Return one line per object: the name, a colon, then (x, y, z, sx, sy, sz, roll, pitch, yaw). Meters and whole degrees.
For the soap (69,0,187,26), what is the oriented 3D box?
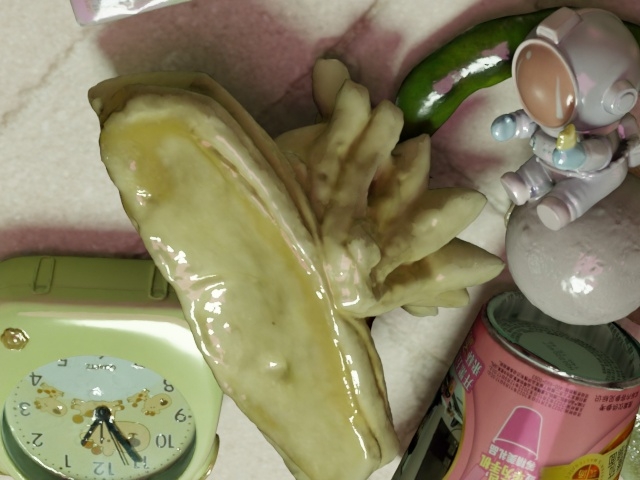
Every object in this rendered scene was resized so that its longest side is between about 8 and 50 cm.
soap: (-0.127, -0.290, 1.548, 0.182, 0.138, 0.199, -12, 122, 7)

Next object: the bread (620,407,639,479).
bread: (0.350, 0.173, 1.912, 0.112, 0.036, 0.193, 37, 116, -20)

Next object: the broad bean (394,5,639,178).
broad bean: (0.182, -0.137, 1.705, 0.292, 0.049, 0.144, -19, 128, 15)

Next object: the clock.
clock: (-0.208, 0.160, 1.871, 0.235, 0.096, 0.308, 2, 123, -3)

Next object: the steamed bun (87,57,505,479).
steamed bun: (0.000, 0.000, 1.710, 0.247, 0.189, 0.428, -15, 112, 46)

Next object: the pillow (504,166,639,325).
pillow: (0.279, -0.004, 1.797, 0.211, 0.034, 0.135, 36, 113, -22)

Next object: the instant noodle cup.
instant noodle cup: (0.185, 0.192, 1.828, 0.244, 0.244, 0.255, 15, 115, -9)

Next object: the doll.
doll: (0.222, -0.068, 1.649, 0.151, 0.151, 0.287, -5, 123, 4)
